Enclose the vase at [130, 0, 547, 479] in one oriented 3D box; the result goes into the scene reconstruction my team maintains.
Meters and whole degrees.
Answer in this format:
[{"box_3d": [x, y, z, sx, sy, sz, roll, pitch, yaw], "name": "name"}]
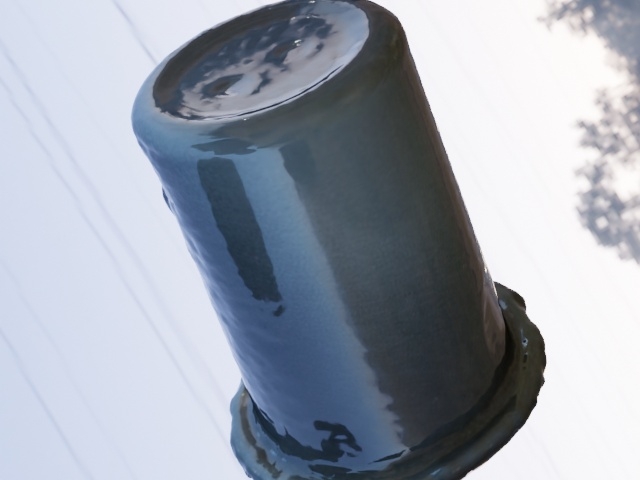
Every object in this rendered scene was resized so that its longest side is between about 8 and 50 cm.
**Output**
[{"box_3d": [0.000, 0.000, 0.862, 0.245, 0.245, 0.291, -87, -23, -54], "name": "vase"}]
